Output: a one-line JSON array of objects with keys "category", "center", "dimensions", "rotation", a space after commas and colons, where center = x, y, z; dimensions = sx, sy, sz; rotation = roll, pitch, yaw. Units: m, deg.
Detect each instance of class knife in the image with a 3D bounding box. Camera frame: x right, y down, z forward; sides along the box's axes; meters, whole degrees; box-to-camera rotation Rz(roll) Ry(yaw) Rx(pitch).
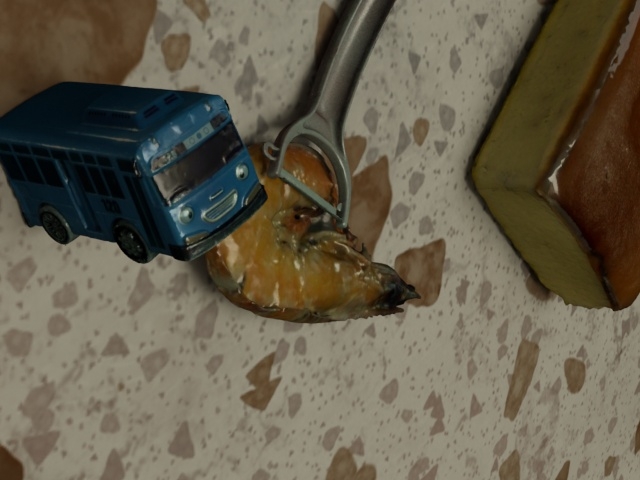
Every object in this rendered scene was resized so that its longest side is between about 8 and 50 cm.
[{"category": "knife", "center": [0.019, -0.161, 1.013], "dimensions": [0.123, 0.053, 0.278], "rotation": [38, 65, -47]}]

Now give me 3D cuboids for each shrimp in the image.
[{"category": "shrimp", "center": [0.000, 0.000, 1.036], "dimensions": [0.317, 0.062, 0.164], "rotation": [17, 81, -51]}]

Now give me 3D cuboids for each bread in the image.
[{"category": "bread", "center": [0.349, -0.119, 1.353], "dimensions": [0.323, 0.143, 0.333], "rotation": [44, 67, -45]}]

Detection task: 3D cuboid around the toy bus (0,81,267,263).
[{"category": "toy bus", "center": [-0.136, -0.053, 0.758], "dimensions": [0.090, 0.185, 0.106], "rotation": [-40, 126, -37]}]
